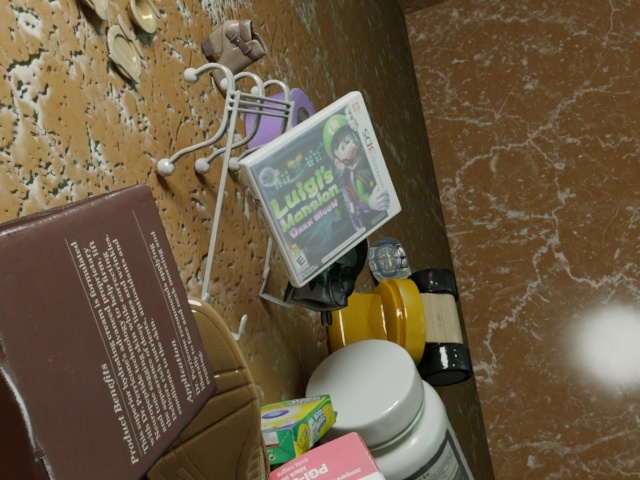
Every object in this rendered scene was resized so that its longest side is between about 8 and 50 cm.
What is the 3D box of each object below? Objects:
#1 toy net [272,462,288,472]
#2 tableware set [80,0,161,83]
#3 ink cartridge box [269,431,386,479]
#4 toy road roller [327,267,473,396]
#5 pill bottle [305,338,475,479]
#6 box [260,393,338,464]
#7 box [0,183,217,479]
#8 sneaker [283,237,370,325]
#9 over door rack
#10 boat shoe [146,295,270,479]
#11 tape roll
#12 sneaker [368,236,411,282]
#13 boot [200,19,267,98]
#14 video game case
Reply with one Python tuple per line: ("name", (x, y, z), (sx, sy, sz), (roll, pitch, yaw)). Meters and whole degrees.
("toy net", (-0.038, 0.394, 0.959), (0.232, 0.045, 0.122), (-80, 160, -49))
("tableware set", (-0.235, -0.276, 0.889), (0.141, 0.020, 0.169), (59, 24, -43))
("ink cartridge box", (0.062, 0.376, 0.783), (0.283, 0.117, 0.207), (-126, -163, -53))
("toy road roller", (0.112, 0.188, 1.415), (0.329, 0.240, 0.203), (121, -32, -58))
("pill bottle", (0.120, 0.341, 1.217), (0.204, 0.204, 0.361), (-80, 151, -53))
("box", (-0.048, 0.230, 0.939), (0.179, 0.105, 0.043), (-3, 80, -73))
("box", (-0.195, 0.076, 0.484), (0.203, 0.167, 0.168), (-43, 118, -71))
("sneaker", (0.000, 0.000, 1.016), (0.269, 0.101, 0.153), (70, 28, -47))
("over door rack", (-0.112, -0.053, 0.995), (0.239, 0.108, 0.324), (-23, 113, -73))
("boat shoe", (-0.110, 0.220, 0.777), (0.123, 0.123, 0.342), (-175, -114, -76))
("tape roll", (-0.050, -0.153, 1.283), (0.189, 0.080, 0.189), (-14, 90, -72))
("sneaker", (0.190, 0.142, 1.777), (0.129, 0.111, 0.297), (42, 38, -71))
("boot", (-0.120, -0.268, 1.135), (0.042, 0.087, 0.118), (-86, 156, -50))
("video game case", (0.007, -0.064, 0.939), (0.190, 0.022, 0.173), (-36, 117, -28))
